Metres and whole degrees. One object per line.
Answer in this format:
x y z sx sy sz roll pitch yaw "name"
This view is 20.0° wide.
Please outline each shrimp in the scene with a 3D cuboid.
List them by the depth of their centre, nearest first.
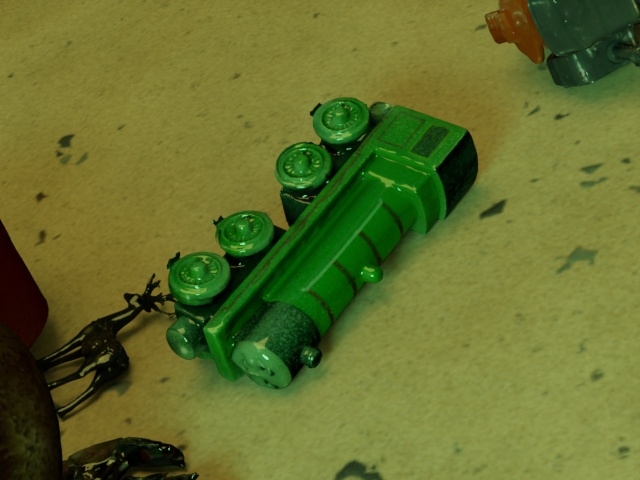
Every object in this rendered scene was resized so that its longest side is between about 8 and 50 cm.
-0.120 0.152 1.143 0.161 0.034 0.091 -6 37 28 "shrimp"

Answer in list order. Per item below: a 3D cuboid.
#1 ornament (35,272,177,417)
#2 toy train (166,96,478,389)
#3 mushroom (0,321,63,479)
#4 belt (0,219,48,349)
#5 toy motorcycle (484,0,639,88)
-0.143 0.070 1.276 0.125 0.028 0.073 -32 33 -7 "ornament"
0.000 0.000 1.240 0.119 0.085 0.251 22 58 29 "toy train"
-0.268 0.163 1.043 0.297 0.163 0.278 -50 51 17 "mushroom"
-0.341 0.084 1.259 0.227 0.115 0.324 -5 29 49 "belt"
0.283 -0.222 1.316 0.326 0.147 0.221 -28 11 -7 "toy motorcycle"
